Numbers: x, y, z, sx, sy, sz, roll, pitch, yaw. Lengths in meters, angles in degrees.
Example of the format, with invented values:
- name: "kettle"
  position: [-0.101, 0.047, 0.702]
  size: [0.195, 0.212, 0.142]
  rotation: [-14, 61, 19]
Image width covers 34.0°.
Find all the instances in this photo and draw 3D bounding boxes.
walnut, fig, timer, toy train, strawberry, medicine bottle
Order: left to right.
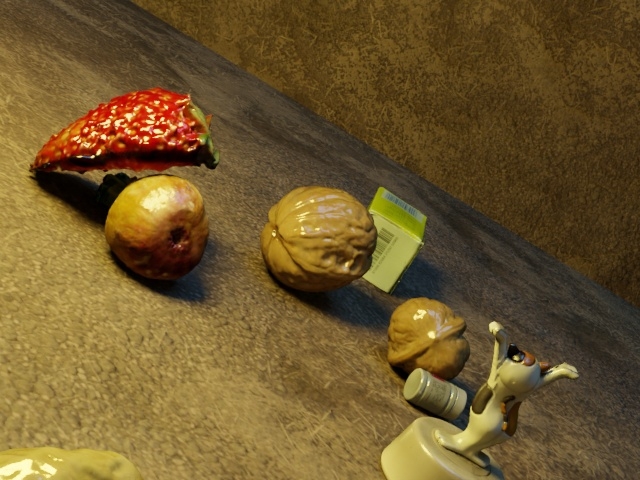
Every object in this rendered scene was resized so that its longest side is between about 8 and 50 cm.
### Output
- name: "strawberry"
  position: [-0.314, -0.169, 1.632]
  size: [0.306, 0.138, 0.233]
  rotation: [-1, 6, 0]
- name: "toy train"
  position: [-0.317, -0.066, 1.734]
  size: [0.122, 0.050, 0.081]
  rotation: [33, 28, 5]
- name: "fig"
  position: [-0.264, -0.047, 1.617]
  size: [0.159, 0.159, 0.257]
  rotation: [23, 14, -31]
- name: "walnut"
  position: [0.000, 0.000, 1.871]
  size: [0.213, 0.213, 0.213]
  rotation: [30, 17, -10]
- name: "medicine bottle"
  position: [0.140, -0.006, 2.247]
  size: [0.141, 0.137, 0.250]
  rotation: [34, 17, 0]
- name: "walnut"
  position: [0.182, 0.174, 1.807]
  size: [0.167, 0.149, 0.166]
  rotation: [60, -6, 11]
- name: "medicine bottle"
  position: [0.190, 0.256, 1.735]
  size: [0.091, 0.058, 0.058]
  rotation: [28, 17, -17]
- name: "timer"
  position: [0.226, 0.251, 1.449]
  size: [0.175, 0.266, 0.175]
  rotation: [31, 16, -10]

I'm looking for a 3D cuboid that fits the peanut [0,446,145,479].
- name: "peanut"
  position: [-0.257, 0.246, 0.824]
  size: [0.147, 0.148, 0.319]
  rotation: [39, 23, 19]
